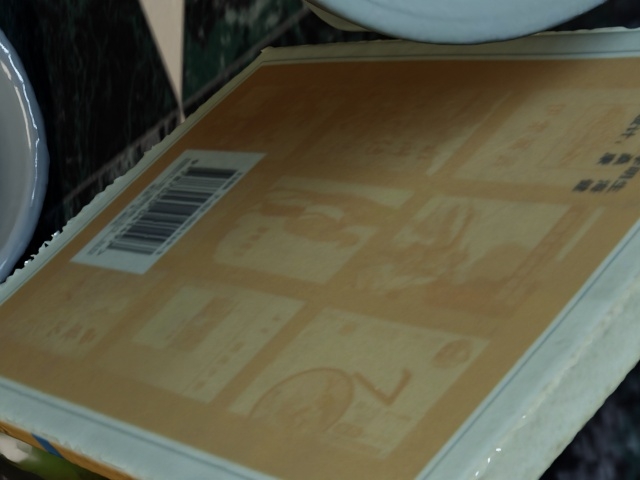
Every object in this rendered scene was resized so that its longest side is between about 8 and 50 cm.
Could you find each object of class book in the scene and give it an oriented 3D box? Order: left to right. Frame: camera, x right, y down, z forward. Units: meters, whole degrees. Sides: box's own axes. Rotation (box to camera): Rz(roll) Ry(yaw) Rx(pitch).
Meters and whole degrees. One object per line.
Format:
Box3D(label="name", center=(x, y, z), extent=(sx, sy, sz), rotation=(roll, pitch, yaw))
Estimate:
Box3D(label="book", center=(0.001, 0.001, 0.417), extent=(0.241, 0.170, 0.018), rotation=(9, 138, 55))

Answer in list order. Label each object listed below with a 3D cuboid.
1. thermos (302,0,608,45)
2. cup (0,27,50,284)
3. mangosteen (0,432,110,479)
Box3D(label="thermos", center=(-0.003, -0.137, 0.460), extent=(0.176, 0.146, 0.265), rotation=(66, 168, -22))
Box3D(label="cup", center=(-0.291, -0.071, 0.979), extent=(0.257, 0.227, 0.301), rotation=(-18, 49, 67))
Box3D(label="mangosteen", center=(-0.091, 0.188, 0.526), extent=(0.311, 0.311, 0.311), rotation=(18, 110, 62))
